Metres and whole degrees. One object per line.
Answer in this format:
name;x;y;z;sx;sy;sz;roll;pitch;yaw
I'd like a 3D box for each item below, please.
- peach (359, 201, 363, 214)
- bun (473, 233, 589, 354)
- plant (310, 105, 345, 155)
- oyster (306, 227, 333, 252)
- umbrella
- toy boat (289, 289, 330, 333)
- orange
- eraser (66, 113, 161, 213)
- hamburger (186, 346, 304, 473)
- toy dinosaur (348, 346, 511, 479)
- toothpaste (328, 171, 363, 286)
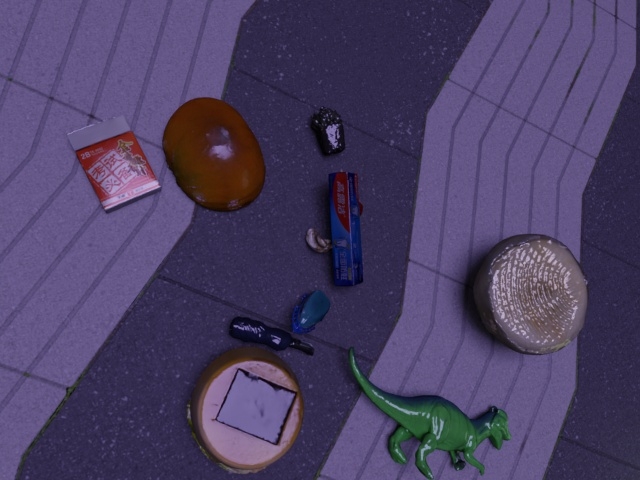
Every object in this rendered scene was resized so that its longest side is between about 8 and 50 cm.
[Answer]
peach;0.090;-0.087;1.449;0.083;0.077;0.050;12;64;-59
bun;0.619;0.161;1.470;0.363;0.202;0.365;1;85;-14
plant;0.027;-0.334;1.459;0.091;0.094;0.144;-17;88;-8
oyster;0.000;0.000;1.402;0.080;0.038;0.084;-14;60;18
umbrella;-0.128;0.261;1.308;0.248;0.071;0.071;16;74;-17
toy boat;-0.046;0.214;1.325;0.091;0.110;0.175;50;28;-3
orange;-0.292;-0.241;1.348;0.274;0.274;0.311;-22;117;-19
eraser;-0.553;-0.208;1.290;0.157;0.038;0.231;-27;87;-19
hamburger;-0.185;0.417;1.193;0.299;0.176;0.301;3;77;-14
toy dinosaur;0.331;0.448;1.361;0.374;0.144;0.501;-27;92;-24
toothpaste;0.073;-0.032;1.372;0.065;0.076;0.321;-3;92;26
